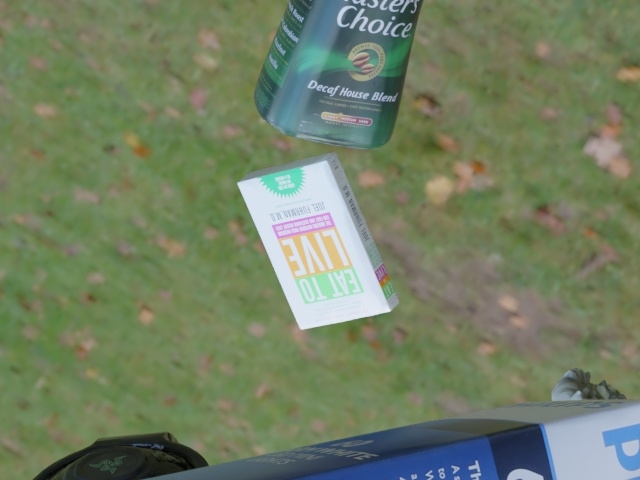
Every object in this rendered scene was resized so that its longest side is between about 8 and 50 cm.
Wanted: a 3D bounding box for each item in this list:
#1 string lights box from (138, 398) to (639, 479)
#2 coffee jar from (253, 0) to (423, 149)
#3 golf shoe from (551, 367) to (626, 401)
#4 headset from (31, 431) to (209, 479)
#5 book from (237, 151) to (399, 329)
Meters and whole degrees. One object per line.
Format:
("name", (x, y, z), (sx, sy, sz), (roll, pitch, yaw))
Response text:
("string lights box", (-0.019, 0.130, 0.471), (0.260, 0.133, 0.077), (-8, 178, -27))
("coffee jar", (0.024, -0.157, 1.117), (0.096, 0.184, 0.079), (8, -154, -19))
("golf shoe", (0.144, 0.140, 0.770), (0.176, 0.086, 0.069), (51, -165, -14))
("headset", (-0.154, 0.252, 1.121), (0.185, 0.243, 0.394), (-6, 173, 4))
("book", (0.000, 0.000, 1.459), (0.096, 0.035, 0.144), (-12, 110, 37))
